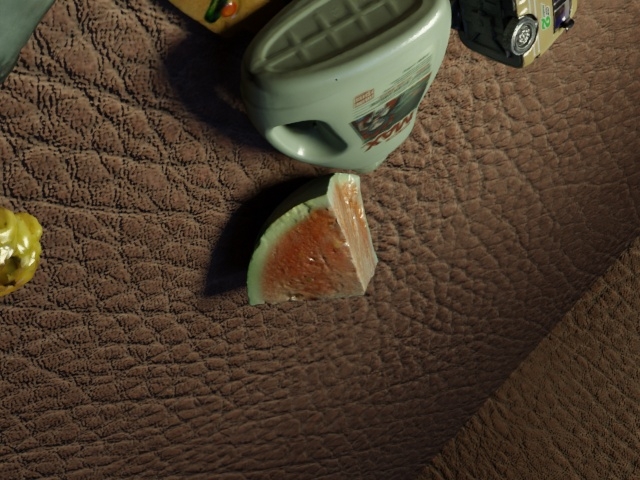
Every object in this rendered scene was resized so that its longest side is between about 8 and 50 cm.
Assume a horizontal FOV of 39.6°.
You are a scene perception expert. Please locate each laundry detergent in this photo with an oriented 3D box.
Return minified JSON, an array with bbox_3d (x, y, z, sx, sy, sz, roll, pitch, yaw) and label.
[{"bbox_3d":[0.035,-0.181,1.156,0.263,0.125,0.398,-31,164,-6],"label":"laundry detergent"}]

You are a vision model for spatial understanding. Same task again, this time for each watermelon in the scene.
[{"bbox_3d":[0.000,0.000,1.346,0.256,0.176,0.260,-36,129,-30],"label":"watermelon"}]

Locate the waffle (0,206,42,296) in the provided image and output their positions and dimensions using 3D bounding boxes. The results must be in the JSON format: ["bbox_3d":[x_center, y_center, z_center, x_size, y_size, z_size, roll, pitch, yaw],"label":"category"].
[{"bbox_3d":[-0.420,0.038,0.789,0.324,0.151,0.261,-28,169,18],"label":"waffle"}]

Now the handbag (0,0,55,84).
[{"bbox_3d":[-0.259,-0.276,0.745,0.332,0.075,0.191,-52,154,7],"label":"handbag"}]

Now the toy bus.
[{"bbox_3d":[0.236,-0.374,1.119,0.157,0.139,0.290,-38,135,-18],"label":"toy bus"}]

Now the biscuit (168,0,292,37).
[{"bbox_3d":[-0.044,-0.314,0.989,0.301,0.043,0.278,-30,149,-23],"label":"biscuit"}]
